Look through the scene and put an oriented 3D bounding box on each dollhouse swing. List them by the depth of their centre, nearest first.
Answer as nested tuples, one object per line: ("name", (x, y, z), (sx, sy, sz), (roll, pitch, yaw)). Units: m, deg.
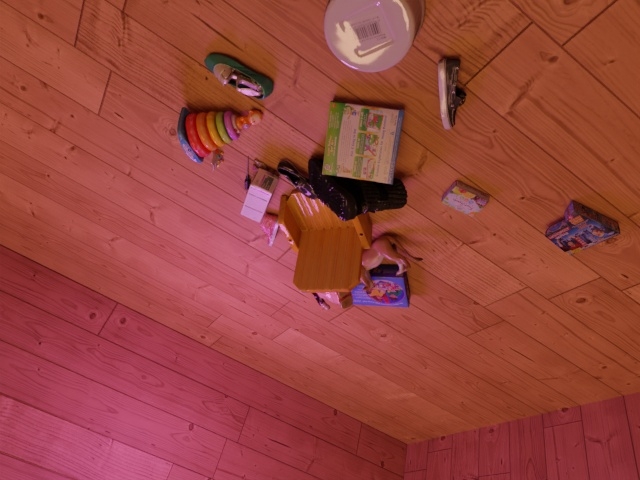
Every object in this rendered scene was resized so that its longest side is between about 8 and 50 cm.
("dollhouse swing", (0.000, 0.000, 1.907), (0.347, 0.304, 0.315), (-3, 136, 24))

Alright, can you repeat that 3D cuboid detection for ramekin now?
("ramekin", (0.140, -0.603, 1.293), (0.278, 0.135, 0.277), (10, 139, 9))

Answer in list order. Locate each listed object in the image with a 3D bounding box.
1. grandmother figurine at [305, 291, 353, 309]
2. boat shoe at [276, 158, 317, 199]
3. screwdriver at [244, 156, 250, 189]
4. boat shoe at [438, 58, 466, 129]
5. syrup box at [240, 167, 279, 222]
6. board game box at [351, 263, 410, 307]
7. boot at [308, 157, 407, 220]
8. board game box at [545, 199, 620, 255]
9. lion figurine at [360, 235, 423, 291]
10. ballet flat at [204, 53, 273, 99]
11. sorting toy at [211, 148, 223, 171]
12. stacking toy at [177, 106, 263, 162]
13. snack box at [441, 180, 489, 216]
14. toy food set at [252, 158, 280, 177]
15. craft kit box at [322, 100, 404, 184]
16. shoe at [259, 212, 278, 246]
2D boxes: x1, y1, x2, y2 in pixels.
("grandmother figurine", (0.010, 0.236, 2.251), (0.343, 0.104, 0.207), (14, 114, 49))
("boat shoe", (-0.090, -0.226, 1.835), (0.206, 0.065, 0.075), (44, 126, -11))
("screwdriver", (-0.296, -0.276, 1.923), (0.024, 0.025, 0.169), (15, 132, 4))
("boat shoe", (0.404, -0.443, 1.434), (0.076, 0.080, 0.228), (1, 130, 21))
("syrup box", (-0.249, -0.181, 1.928), (0.097, 0.093, 0.237), (24, 148, -8))
("board game box", (0.239, 0.213, 2.240), (0.348, 0.078, 0.233), (1, 138, 19))
("boot", (0.129, -0.206, 1.745), (0.260, 0.348, 0.131), (-18, 139, -25))
("board game box", (0.927, -0.052, 1.704), (0.194, 0.060, 0.194), (34, 138, -18))
("lion figurine", (0.224, 0.071, 2.042), (0.392, 0.142, 0.240), (-29, 82, 24))
("ballet flat", (-0.276, -0.537, 1.555), (0.248, 0.087, 0.083), (23, 140, -6))
("sorting toy", (-0.418, -0.313, 1.873), (0.045, 0.075, 0.083), (16, 141, 2))
("stacking toy", (-0.350, -0.409, 1.708), (0.302, 0.165, 0.175), (-12, 143, 11))
("snack box", (0.535, -0.153, 1.745), (0.141, 0.037, 0.100), (23, 141, -7))
("toy food set", (-0.227, -0.271, 1.896), (0.122, 0.019, 0.078), (32, 138, -17))
("craft kit box", (0.141, -0.329, 1.588), (0.247, 0.061, 0.249), (9, 111, 6))
("shoe", (-0.233, -0.051, 2.123), (0.081, 0.063, 0.177), (21, 135, -2))
